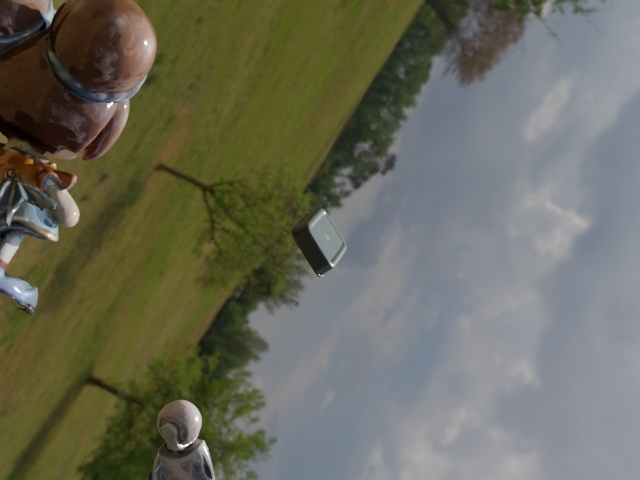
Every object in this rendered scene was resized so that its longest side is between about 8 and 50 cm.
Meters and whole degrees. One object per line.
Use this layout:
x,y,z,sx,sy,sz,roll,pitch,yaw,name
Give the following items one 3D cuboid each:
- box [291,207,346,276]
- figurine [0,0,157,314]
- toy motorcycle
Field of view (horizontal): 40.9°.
0.000,0.000,1.360,0.031,0.091,0.126,-29,-173,19,box
-0.381,-0.133,1.077,0.248,0.277,0.388,78,35,-72,figurine
-0.225,0.384,1.439,0.112,0.112,0.254,-72,168,-65,toy motorcycle
